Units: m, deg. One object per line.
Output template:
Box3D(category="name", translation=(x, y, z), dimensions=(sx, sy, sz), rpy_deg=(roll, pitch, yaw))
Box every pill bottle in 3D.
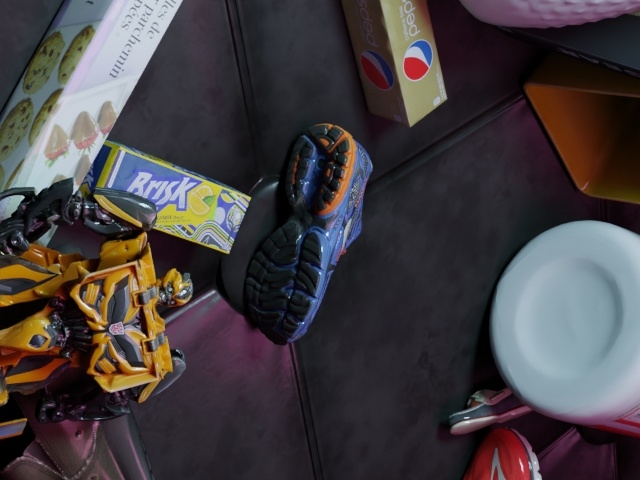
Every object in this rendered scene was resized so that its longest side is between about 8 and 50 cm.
Box3D(category="pill bottle", translation=(0.400, 0.125, 1.897), dimensions=(0.408, 0.229, 0.229), rpy_deg=(18, 94, -49))

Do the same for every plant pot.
Box3D(category="plant pot", translation=(0.387, -0.171, 1.781), dimensions=(0.187, 0.212, 0.212), rpy_deg=(-60, 139, -23))

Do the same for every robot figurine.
Box3D(category="robot figurine", translation=(-0.240, 0.068, 1.220), dimensions=(0.291, 0.085, 0.211), rpy_deg=(-11, 116, -4))

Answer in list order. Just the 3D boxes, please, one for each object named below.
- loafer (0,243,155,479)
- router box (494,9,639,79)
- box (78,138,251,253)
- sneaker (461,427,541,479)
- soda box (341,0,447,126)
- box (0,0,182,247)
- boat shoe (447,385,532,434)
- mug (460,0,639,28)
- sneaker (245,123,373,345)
Box3D(category="loafer", translation=(-0.221, 0.179, 1.381), dimensions=(0.130, 0.134, 0.365), rpy_deg=(-16, 112, -10))
Box3D(category="router box", translation=(0.353, -0.282, 1.601), dimensions=(0.081, 0.309, 0.242), rpy_deg=(15, 96, -63))
Box3D(category="box", translation=(-0.142, -0.040, 1.393), dimensions=(0.169, 0.054, 0.059), rpy_deg=(21, 92, -48))
Box3D(category="sneaker", translation=(0.165, 0.346, 1.855), dimensions=(0.118, 0.107, 0.279), rpy_deg=(25, 87, -39))
Box3D(category="soda box", translation=(0.067, -0.204, 1.528), dimensions=(0.058, 0.061, 0.181), rpy_deg=(-38, 131, -27))
Box3D(category="box", translation=(-0.196, -0.130, 1.289), dimensions=(0.063, 0.067, 0.324), rpy_deg=(34, 83, -48))
Box3D(category="boat shoe", translation=(0.195, 0.194, 1.859), dimensions=(0.137, 0.049, 0.043), rpy_deg=(-11, 73, -40))
Box3D(category="mug", translation=(0.237, -0.361, 1.415), dimensions=(0.374, 0.328, 0.276), rpy_deg=(37, 36, -51))
Box3D(category="sneaker", translation=(0.000, 0.000, 1.543), dimensions=(0.087, 0.083, 0.221), rpy_deg=(10, 104, -56))
